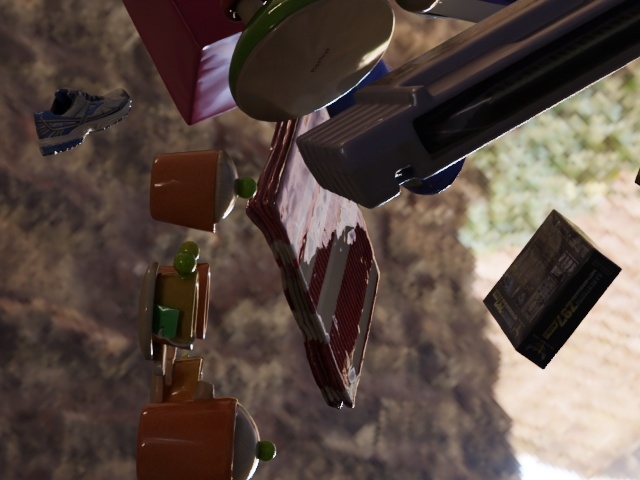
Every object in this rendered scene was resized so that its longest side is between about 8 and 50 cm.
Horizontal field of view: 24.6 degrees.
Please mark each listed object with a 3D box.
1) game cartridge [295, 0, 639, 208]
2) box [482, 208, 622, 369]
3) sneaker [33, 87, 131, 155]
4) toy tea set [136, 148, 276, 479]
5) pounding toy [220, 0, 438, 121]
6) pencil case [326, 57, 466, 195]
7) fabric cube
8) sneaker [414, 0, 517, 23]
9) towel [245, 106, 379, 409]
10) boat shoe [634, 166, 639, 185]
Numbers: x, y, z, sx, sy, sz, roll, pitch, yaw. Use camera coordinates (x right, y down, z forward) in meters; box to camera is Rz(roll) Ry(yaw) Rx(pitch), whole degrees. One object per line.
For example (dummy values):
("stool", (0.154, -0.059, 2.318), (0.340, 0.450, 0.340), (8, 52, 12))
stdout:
("game cartridge", (0.154, -0.137, 1.014), (0.068, 0.355, 0.230), (61, 175, -13))
("box", (0.332, 0.067, 2.138), (0.059, 0.183, 0.232), (35, -171, -13))
("sneaker", (-0.257, -0.143, 1.593), (0.135, 0.052, 0.058), (-40, -64, -46))
("toy tea set", (-0.096, 0.083, 1.330), (0.124, 0.336, 0.200), (4, -147, -2))
("pounding toy", (-0.009, -0.236, 1.481), (0.110, 0.237, 0.183), (57, -167, 25))
("pencil case", (0.073, -0.183, 1.989), (0.306, 0.119, 0.133), (36, -119, -38))
("fabric cube", (-0.127, -0.365, 2.128), (0.254, 0.259, 0.258), (62, 164, 15))
("sneaker", (0.243, -0.395, 1.870), (0.323, 0.236, 0.130), (-8, -163, -44))
("towel", (0.000, 0.000, 1.642), (0.237, 0.037, 0.329), (-75, -26, -44))
("boat shoe", (0.318, -0.057, 1.204), (0.153, 0.048, 0.056), (6, -165, -37))
